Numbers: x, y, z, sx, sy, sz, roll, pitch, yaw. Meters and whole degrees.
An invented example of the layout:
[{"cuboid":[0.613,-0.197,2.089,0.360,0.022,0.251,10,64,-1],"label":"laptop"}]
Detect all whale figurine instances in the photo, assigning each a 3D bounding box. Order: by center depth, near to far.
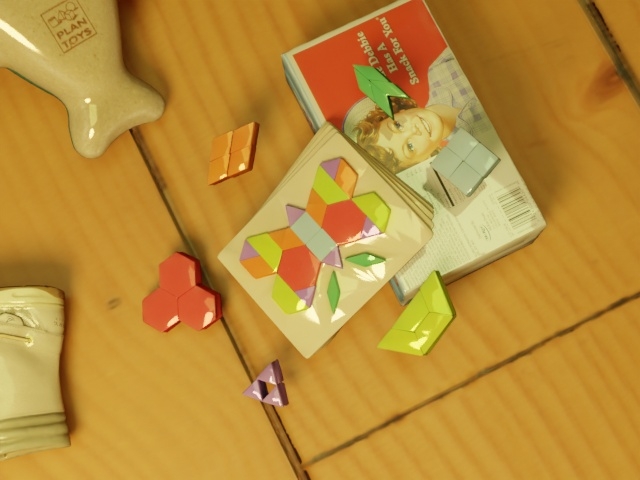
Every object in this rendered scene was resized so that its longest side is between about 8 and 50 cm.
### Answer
[{"cuboid":[-0.269,-0.215,1.133,0.216,0.141,0.272,-38,104,-19],"label":"whale figurine"}]

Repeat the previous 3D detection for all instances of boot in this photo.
[{"cuboid":[-0.344,0.132,1.075,0.213,0.077,0.165,-5,80,-4],"label":"boot"}]

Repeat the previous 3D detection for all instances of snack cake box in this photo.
[{"cuboid":[0.087,-0.088,1.112,0.152,0.089,0.264,-26,79,-3],"label":"snack cake box"}]

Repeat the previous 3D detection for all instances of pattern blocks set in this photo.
[{"cuboid":[0.000,0.000,1.055,0.285,0.026,0.325,32,98,17],"label":"pattern blocks set"}]
